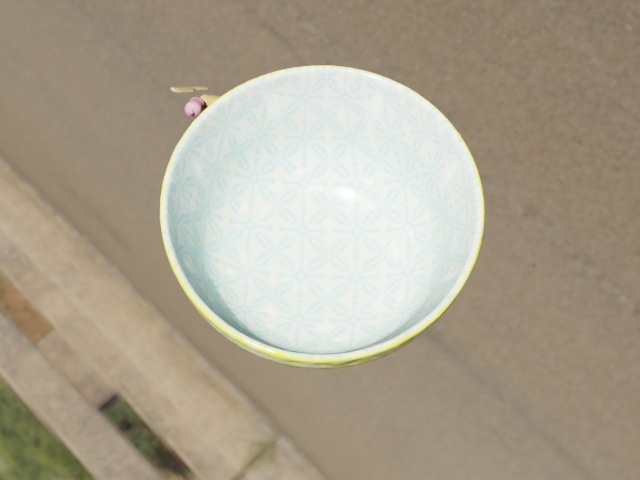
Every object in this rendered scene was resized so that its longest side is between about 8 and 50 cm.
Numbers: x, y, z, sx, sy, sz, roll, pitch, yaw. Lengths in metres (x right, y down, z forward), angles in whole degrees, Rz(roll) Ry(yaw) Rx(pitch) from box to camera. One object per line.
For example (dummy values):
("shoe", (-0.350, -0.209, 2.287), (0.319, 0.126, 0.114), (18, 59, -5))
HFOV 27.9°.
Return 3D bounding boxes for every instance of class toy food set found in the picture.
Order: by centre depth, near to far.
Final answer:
("toy food set", (-0.113, -0.143, 1.458), (0.122, 0.078, 0.019), (32, 117, 34))

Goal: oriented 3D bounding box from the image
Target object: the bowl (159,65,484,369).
("bowl", (0.000, 0.000, 1.197), (0.289, 0.289, 0.156), (44, 162, 17))
